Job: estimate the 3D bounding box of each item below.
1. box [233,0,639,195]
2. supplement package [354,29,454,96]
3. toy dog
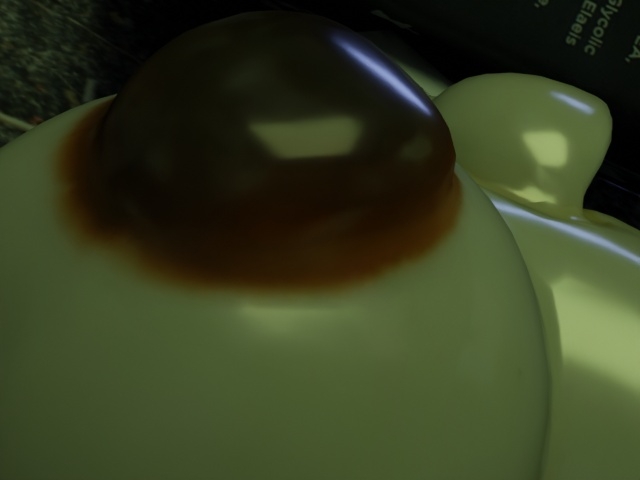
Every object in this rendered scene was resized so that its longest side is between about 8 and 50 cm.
[{"bbox_3d":[0.148,-0.221,1.070,0.471,0.297,0.480,23,2,-10],"label":"box"},{"bbox_3d":[0.000,0.000,0.869,0.105,0.179,0.105,42,30,22],"label":"supplement package"},{"bbox_3d":[0.043,0.095,0.557,0.408,0.285,0.395,23,19,-32],"label":"toy dog"}]
